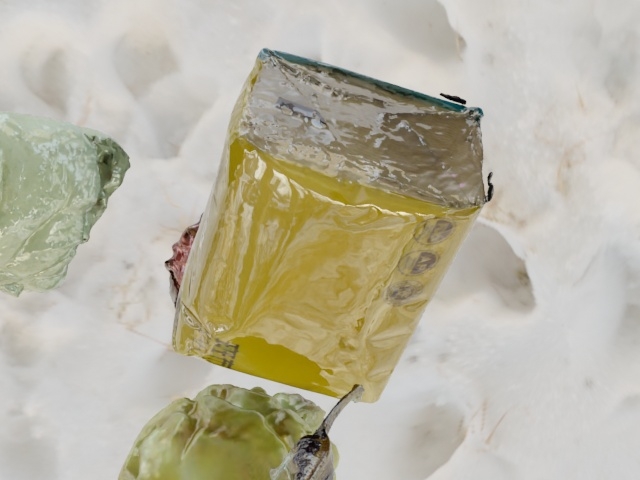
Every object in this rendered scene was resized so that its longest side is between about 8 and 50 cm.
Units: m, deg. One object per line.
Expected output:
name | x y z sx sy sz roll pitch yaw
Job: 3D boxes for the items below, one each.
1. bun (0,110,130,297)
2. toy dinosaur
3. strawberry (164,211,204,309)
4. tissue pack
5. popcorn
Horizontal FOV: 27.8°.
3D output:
bun | -0.230 -0.028 0.916 0.204 0.212 0.126 8 95 31
toy dinosaur | -0.013 0.148 0.806 0.037 0.180 0.058 28 119 -1
strawberry | -0.044 0.024 1.363 0.236 0.190 0.111 -41 57 9
tissue pack | 0.000 0.000 1.013 0.192 0.271 0.134 14 48 -7
popcorn | -0.081 0.235 1.149 0.204 0.183 0.221 7 123 7
